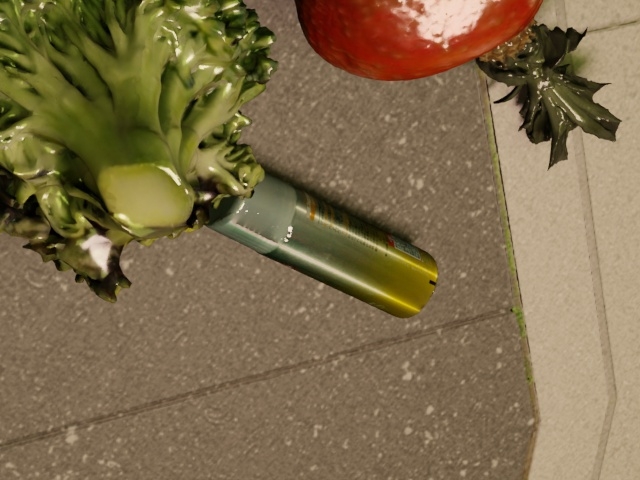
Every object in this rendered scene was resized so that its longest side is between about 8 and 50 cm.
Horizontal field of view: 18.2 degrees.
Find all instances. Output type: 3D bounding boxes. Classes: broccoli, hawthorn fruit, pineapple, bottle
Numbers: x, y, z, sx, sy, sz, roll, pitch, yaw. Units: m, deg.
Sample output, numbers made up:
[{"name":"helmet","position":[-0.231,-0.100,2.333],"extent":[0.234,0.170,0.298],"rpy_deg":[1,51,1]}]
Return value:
[{"name":"broccoli","position":[-0.207,-0.117,1.891],"extent":[0.324,0.272,0.334],"rpy_deg":[4,126,12]},{"name":"hawthorn fruit","position":[0.124,-0.297,1.915],"extent":[0.330,0.287,0.287],"rpy_deg":[-1,120,10]},{"name":"pineapple","position":[0.215,-0.191,2.145],"extent":[0.277,0.119,0.130],"rpy_deg":[44,70,-38]},{"name":"bottle","position":[0.000,0.000,2.138],"extent":[0.286,0.082,0.082],"rpy_deg":[26,99,-35]}]
